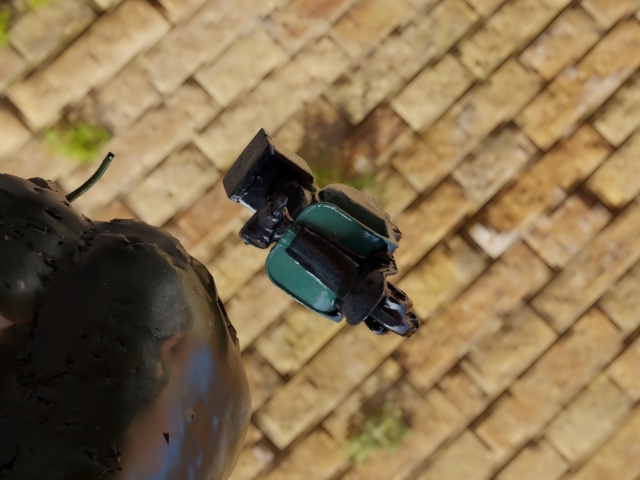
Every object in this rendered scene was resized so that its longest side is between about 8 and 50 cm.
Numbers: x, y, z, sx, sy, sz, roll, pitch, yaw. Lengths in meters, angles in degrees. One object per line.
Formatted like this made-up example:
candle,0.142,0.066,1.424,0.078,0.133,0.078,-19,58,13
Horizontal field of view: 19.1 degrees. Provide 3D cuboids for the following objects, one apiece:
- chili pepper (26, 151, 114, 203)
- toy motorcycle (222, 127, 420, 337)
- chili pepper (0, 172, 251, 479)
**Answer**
chili pepper,-0.249,-0.013,1.510,0.204,0.072,0.073,-9,155,-43
toy motorcycle,0.000,0.000,0.997,0.058,0.100,0.173,-54,-164,10
chili pepper,-0.157,0.115,0.826,0.257,0.233,0.248,-73,165,-53
